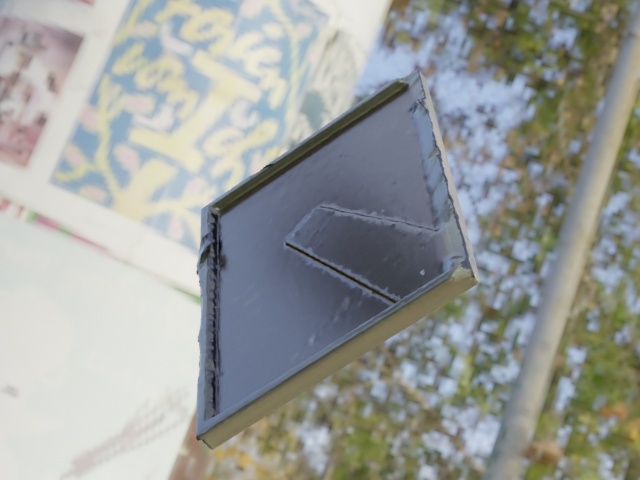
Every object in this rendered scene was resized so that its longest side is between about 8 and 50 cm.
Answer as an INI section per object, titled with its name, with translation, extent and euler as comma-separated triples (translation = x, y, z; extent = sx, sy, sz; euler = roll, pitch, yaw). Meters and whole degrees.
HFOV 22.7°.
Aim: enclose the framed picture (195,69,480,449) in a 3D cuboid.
[framed picture]
translation = 0.000, 0.000, 1.072
extent = 0.209, 0.281, 0.019
euler = -32, -61, 17
